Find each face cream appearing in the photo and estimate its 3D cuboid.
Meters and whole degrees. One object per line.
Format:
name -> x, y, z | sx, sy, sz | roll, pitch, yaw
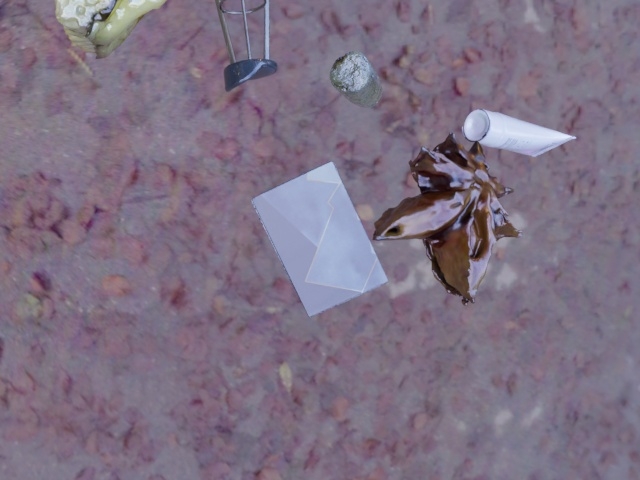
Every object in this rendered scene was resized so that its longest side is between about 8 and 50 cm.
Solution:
face cream -> 0.341, -0.181, 1.476 | 0.243, 0.092, 0.058 | 5, 71, -42

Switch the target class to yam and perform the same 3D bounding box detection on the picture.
yam -> 0.068, -0.288, 1.535 | 0.078, 0.179, 0.078 | 0, 90, 14

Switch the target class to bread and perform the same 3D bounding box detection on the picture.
bread -> -0.244, -0.362, 1.062 | 0.162, 0.204, 0.262 | 43, 85, -2

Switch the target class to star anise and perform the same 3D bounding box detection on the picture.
star anise -> 0.199, -0.029, 1.204 | 0.346, 0.148, 0.237 | -3, 78, -59

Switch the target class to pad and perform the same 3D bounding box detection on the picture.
pad -> 0.000, 0.000, 1.516 | 0.163, 0.004, 0.243 | -25, 96, 3

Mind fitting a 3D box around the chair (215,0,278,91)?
chair -> -0.120, -0.357, 1.420 | 0.095, 0.104, 0.222 | -1, 83, -29
